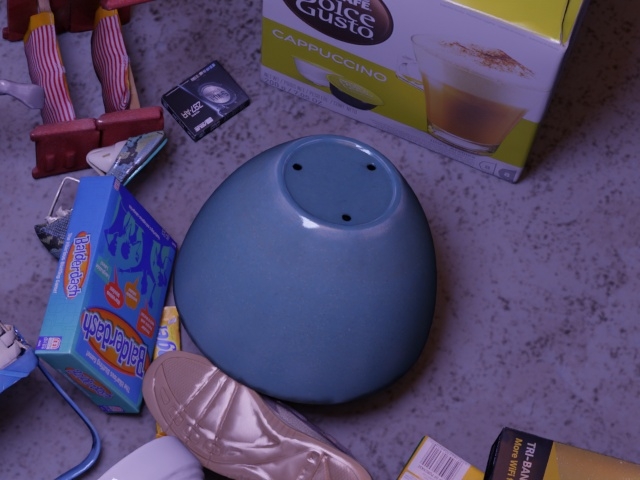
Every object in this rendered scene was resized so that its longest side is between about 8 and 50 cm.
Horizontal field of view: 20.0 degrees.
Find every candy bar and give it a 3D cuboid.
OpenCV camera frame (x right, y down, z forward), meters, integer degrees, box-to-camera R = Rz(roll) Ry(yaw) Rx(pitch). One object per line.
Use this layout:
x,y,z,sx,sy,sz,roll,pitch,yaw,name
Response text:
-0.168,0.149,2.004,0.040,0.018,0.161,-4,67,-4,candy bar

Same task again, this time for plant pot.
0.000,0.000,1.935,0.290,0.195,0.290,8,48,-9,plant pot

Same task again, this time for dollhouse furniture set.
-0.260,-0.246,1.974,0.152,0.374,0.201,-10,67,-12,dollhouse furniture set

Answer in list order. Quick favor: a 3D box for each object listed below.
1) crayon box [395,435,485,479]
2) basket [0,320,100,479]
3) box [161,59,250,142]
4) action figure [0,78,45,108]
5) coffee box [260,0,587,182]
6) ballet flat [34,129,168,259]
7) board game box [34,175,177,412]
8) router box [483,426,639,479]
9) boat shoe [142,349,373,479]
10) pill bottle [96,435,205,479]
0.178,0.353,1.907,0.278,0.081,0.165,33,70,9,crayon box
-0.403,0.184,1.892,0.255,0.201,0.289,-38,109,-17,basket
-0.135,-0.165,2.136,0.083,0.018,0.067,-35,73,-16,box
-0.464,-0.184,1.969,0.330,0.178,0.341,25,91,27,action figure
0.147,-0.330,2.051,0.338,0.334,0.338,22,68,6,coffee box
-0.251,-0.063,2.030,0.070,0.070,0.188,40,91,12,ballet flat
-0.227,0.060,1.955,0.047,0.160,0.210,-1,63,24,board game box
0.259,0.369,1.817,0.243,0.081,0.308,15,68,1,router box
-0.063,0.216,1.944,0.285,0.092,0.102,29,85,14,boat shoe
-0.091,0.384,1.809,0.210,0.210,0.363,-39,74,-17,pill bottle
